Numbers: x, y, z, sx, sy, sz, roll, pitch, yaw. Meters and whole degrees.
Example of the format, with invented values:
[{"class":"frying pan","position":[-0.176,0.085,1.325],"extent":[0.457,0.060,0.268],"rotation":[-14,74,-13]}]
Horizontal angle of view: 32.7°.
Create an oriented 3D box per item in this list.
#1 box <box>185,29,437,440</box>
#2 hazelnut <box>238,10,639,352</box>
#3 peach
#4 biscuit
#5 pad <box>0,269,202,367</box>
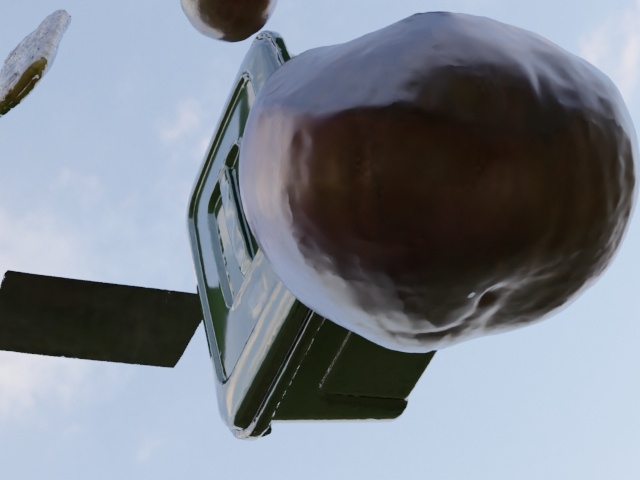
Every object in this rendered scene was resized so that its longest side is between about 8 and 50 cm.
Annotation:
[{"class":"box","position":[0.000,0.000,0.982],"extent":[0.177,0.329,0.253],"rotation":[12,-53,-24]},{"class":"hazelnut","position":[0.062,-0.028,0.561],"extent":[0.203,0.178,0.178],"rotation":[-5,-57,-11]},{"class":"peach","position":[-0.069,-0.195,0.843],"extent":[0.083,0.083,0.083],"rotation":[-14,-54,-21]},{"class":"biscuit","position":[-0.352,-0.211,1.296],"extent":[0.118,0.247,0.029],"rotation":[-36,-64,14]},{"class":"pad","position":[-0.264,0.097,1.288],"extent":[0.243,0.004,0.164],"rotation":[9,-41,-23]}]
